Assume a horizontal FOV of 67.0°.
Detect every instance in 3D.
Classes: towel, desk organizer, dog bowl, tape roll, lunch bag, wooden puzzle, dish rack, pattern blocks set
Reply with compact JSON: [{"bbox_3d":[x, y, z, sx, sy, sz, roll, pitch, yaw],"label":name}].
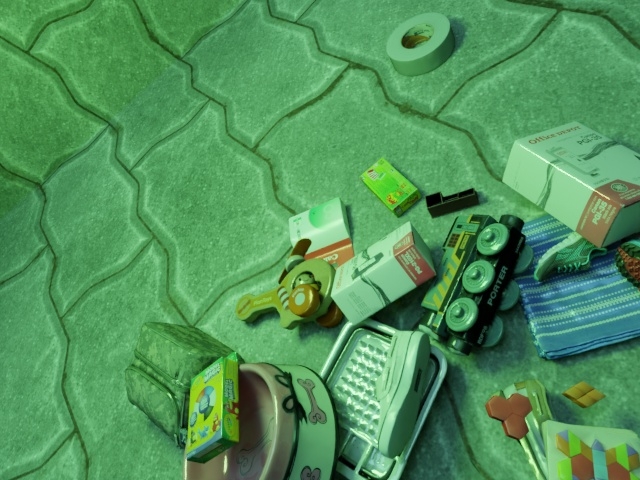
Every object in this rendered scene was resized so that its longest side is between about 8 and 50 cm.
[{"bbox_3d":[0.544,0.075,1.050,0.243,0.040,0.336,-21,52,18],"label":"towel"},{"bbox_3d":[0.347,-0.107,1.279,0.130,0.050,0.047,-17,54,22],"label":"desk organizer"},{"bbox_3d":[-0.154,0.463,1.089,0.408,0.150,0.408,-31,42,33],"label":"dog bowl"},{"bbox_3d":[0.335,-0.659,1.624,0.219,0.072,0.219,-16,53,23],"label":"tape roll"},{"bbox_3d":[-0.384,0.389,1.324,0.305,0.212,0.256,16,88,39],"label":"lunch bag"},{"bbox_3d":[0.221,0.109,1.246,0.116,0.014,0.078,-42,53,2],"label":"wooden puzzle"},{"bbox_3d":[0.119,0.365,1.108,0.285,0.072,0.333,18,72,39],"label":"dish rack"},{"bbox_3d":[0.460,0.381,0.809,0.324,0.026,0.286,-1,59,-6],"label":"pattern blocks set"}]

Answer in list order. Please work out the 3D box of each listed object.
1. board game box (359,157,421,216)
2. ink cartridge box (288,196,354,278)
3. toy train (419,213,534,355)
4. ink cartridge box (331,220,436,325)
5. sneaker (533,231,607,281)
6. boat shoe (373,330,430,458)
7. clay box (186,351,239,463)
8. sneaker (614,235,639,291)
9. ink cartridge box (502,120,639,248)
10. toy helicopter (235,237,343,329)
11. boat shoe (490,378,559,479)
[{"bbox_3d":[0.201,-0.157,1.406,0.092,0.043,0.181,-41,48,4],"label":"board game box"},{"bbox_3d":[0.000,0.000,1.426,0.180,0.056,0.225,-22,51,19],"label":"ink cartridge box"},{"bbox_3d":[0.341,0.090,1.092,0.190,0.142,0.334,12,75,60],"label":"toy train"},{"bbox_3d":[0.151,0.078,1.186,0.237,0.100,0.172,-35,12,17],"label":"ink cartridge box"},{"bbox_3d":[0.533,0.039,1.025,0.166,0.065,0.076,-39,52,3],"label":"sneaker"},{"bbox_3d":[0.156,0.311,1.014,0.088,0.096,0.268,1,60,36],"label":"boat shoe"},{"bbox_3d":[-0.243,0.367,1.094,0.127,0.053,0.222,-39,40,25],"label":"clay box"},{"bbox_3d":[0.695,0.088,0.903,0.125,0.104,0.262,-22,64,-16],"label":"sneaker"},{"bbox_3d":[0.579,-0.133,1.055,0.207,0.117,0.283,-19,45,-21],"label":"ink cartridge box"},{"bbox_3d":[-0.105,0.140,1.353,0.355,0.140,0.235,-21,56,32],"label":"toy helicopter"},{"bbox_3d":[0.431,0.392,0.870,0.103,0.113,0.302,-33,51,11],"label":"boat shoe"}]
